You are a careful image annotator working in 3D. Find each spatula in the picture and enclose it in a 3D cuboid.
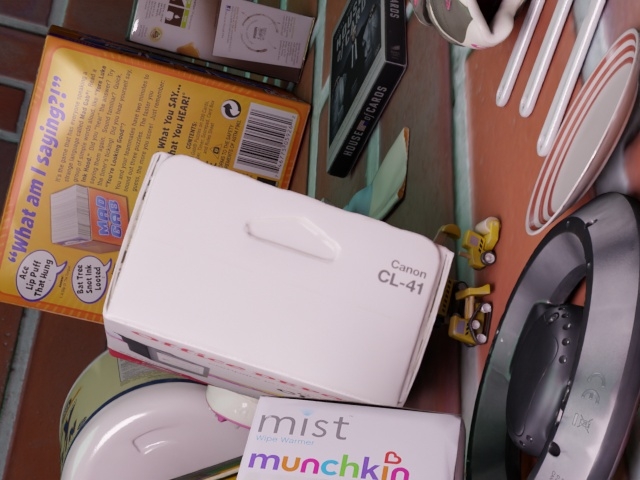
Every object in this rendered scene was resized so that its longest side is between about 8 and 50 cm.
[{"bbox_3d":[0.179,-0.188,0.958,0.168,0.019,0.242,-108,34,-65],"label":"spatula"}]

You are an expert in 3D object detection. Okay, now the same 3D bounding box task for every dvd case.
[{"bbox_3d":[0.050,-0.213,1.502,0.179,0.030,0.238,118,160,-46],"label":"dvd case"}]

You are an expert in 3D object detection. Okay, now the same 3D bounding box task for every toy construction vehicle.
[{"bbox_3d":[0.102,0.031,1.017,0.086,0.035,0.098,154,129,-73],"label":"toy construction vehicle"}]

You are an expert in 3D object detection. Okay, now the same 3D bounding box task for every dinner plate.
[{"bbox_3d":[0.165,-0.064,0.834,0.141,0.017,0.141,-63,3,5],"label":"dinner plate"}]

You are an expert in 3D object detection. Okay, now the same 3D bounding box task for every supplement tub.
[{"bbox_3d":[-0.180,0.240,1.548,0.325,0.235,0.235,-139,63,-75],"label":"supplement tub"}]

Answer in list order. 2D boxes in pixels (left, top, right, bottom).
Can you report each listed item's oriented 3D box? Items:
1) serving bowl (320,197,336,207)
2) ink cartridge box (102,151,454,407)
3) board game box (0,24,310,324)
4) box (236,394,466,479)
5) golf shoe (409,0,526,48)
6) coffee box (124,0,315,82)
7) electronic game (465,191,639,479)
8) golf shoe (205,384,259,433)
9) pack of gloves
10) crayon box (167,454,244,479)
[{"bbox_3d":[0.000,0.000,1.368,0.083,0.027,0.083,-158,90,-85],"label":"serving bowl"},{"bbox_3d":[-0.049,0.051,1.065,0.306,0.226,0.131,129,158,-79],"label":"ink cartridge box"},{"bbox_3d":[-0.255,-0.085,1.928,0.356,0.356,0.356,-132,57,-74],"label":"board game box"},{"bbox_3d":[0.010,0.259,0.750,0.231,0.127,0.262,-77,-11,-49],"label":"box"},{"bbox_3d":[0.149,-0.274,1.006,0.120,0.105,0.272,-120,39,-66],"label":"golf shoe"},{"bbox_3d":[-0.147,-0.302,1.940,0.141,0.247,0.098,-140,63,-76],"label":"coffee box"},{"bbox_3d":[0.138,0.082,0.782,0.229,0.048,0.229,-162,90,-84],"label":"electronic game"},{"bbox_3d":[-0.050,0.081,1.436,0.306,0.115,0.140,-99,30,-63],"label":"golf shoe"},{"bbox_3d":[0.021,0.020,1.349,0.232,0.046,0.195,125,154,-58],"label":"pack of gloves"},{"bbox_3d":[-0.060,0.219,1.099,0.083,0.203,0.323,71,159,7],"label":"crayon box"}]
